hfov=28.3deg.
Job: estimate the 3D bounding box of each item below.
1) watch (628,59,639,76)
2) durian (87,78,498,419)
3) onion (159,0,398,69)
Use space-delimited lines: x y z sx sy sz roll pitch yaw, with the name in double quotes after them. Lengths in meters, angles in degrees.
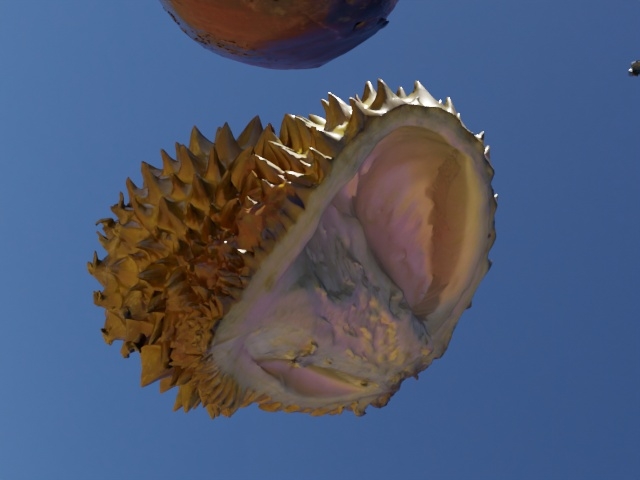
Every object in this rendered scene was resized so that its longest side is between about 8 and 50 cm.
0.357 -0.288 1.061 0.068 0.275 0.276 20 -62 58 "watch"
-0.010 0.003 0.658 0.138 0.250 0.183 12 -92 39 "durian"
-0.028 -0.260 0.952 0.276 0.276 0.276 31 -50 47 "onion"
